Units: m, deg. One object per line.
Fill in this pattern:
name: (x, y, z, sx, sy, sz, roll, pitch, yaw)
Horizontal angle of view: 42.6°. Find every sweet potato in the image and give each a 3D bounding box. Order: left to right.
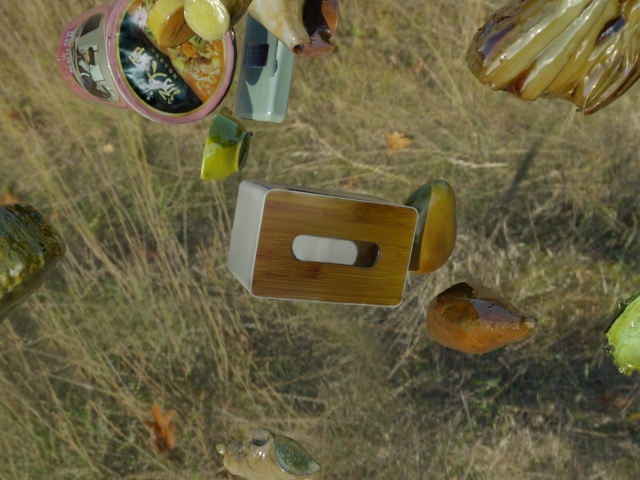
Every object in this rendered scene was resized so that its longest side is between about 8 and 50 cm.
sweet potato: (0.222, 0.116, 1.249, 0.112, 0.112, 0.359, -33, 7, -16)

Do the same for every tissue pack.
tissue pack: (0.000, 0.001, 1.248, 0.246, 0.159, 0.136, 5, 10, -23)

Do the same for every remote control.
remote control: (-0.092, -0.364, 1.490, 0.056, 0.296, 0.140, 4, 7, -37)

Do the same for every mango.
mango: (0.170, -0.020, 1.348, 0.111, 0.163, 0.089, -21, 35, -20)

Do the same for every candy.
candy: (-0.439, 0.059, 1.026, 0.260, 0.260, 0.118, -43, 95, -24)

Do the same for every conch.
conch: (-0.068, -0.322, 1.006, 0.127, 0.158, 0.255, -27, 65, 35)

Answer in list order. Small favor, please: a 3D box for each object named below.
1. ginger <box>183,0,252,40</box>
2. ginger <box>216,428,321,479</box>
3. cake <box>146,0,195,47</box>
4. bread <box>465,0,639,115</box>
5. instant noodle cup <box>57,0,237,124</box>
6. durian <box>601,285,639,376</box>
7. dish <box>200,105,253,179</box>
ginger: (-0.045, -0.319, 0.731, 0.065, 0.118, 0.298, 30, 102, 7)
ginger: (-0.084, 0.360, 1.316, 0.137, 0.213, 0.074, 43, 54, -8)
cake: (-0.193, -0.301, 1.112, 0.084, 0.084, 0.044, -35, 78, -18)
bread: (0.333, -0.270, 0.956, 0.325, 0.167, 0.277, -40, 9, 19)
instant noodle cup: (-0.304, -0.307, 1.351, 0.255, 0.243, 0.244, 10, 49, 46)
durian: (0.471, 0.079, 0.870, 0.198, 0.394, 0.163, 10, 61, -33)
dish: (-0.202, -0.211, 1.848, 0.080, 0.148, 0.207, 14, 59, 6)
